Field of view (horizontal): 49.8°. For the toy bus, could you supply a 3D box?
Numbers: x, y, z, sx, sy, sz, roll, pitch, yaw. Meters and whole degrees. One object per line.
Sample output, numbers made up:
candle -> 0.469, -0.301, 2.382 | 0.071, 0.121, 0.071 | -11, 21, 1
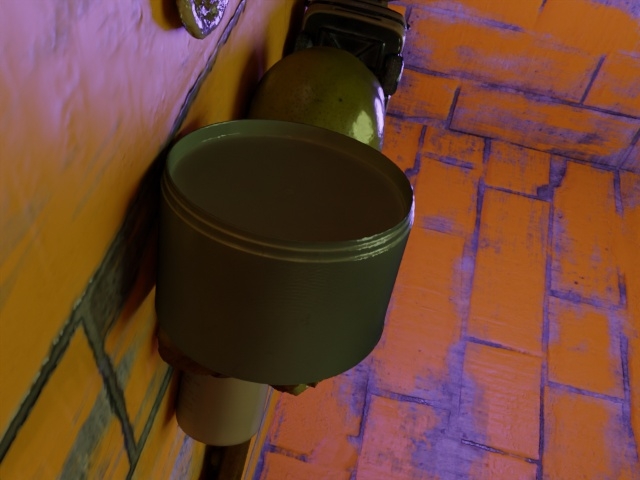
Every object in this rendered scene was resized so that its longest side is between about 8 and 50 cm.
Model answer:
toy bus -> 0.027, -0.232, 1.167 | 0.201, 0.177, 0.365 | -77, -179, -50

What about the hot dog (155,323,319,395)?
hot dog -> -0.068, 0.091, 0.748 | 0.103, 0.213, 0.146 | -8, -107, 55

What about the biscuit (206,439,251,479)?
biscuit -> -0.179, 0.429, 1.297 | 0.283, 0.064, 0.431 | -104, -152, -79

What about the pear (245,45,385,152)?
pear -> -0.003, -0.149, 0.883 | 0.198, 0.198, 0.198 | 14, 90, -86

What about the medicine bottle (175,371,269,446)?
medicine bottle -> -0.109, 0.125, 0.865 | 0.114, 0.114, 0.252 | -64, 167, -72

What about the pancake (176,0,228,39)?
pancake -> -0.090, -0.229, 0.549 | 0.139, 0.022, 0.139 | 13, 90, -86

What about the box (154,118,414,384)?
box -> -0.036, 0.001, 0.642 | 0.226, 0.226, 0.149 | -70, 173, -57
